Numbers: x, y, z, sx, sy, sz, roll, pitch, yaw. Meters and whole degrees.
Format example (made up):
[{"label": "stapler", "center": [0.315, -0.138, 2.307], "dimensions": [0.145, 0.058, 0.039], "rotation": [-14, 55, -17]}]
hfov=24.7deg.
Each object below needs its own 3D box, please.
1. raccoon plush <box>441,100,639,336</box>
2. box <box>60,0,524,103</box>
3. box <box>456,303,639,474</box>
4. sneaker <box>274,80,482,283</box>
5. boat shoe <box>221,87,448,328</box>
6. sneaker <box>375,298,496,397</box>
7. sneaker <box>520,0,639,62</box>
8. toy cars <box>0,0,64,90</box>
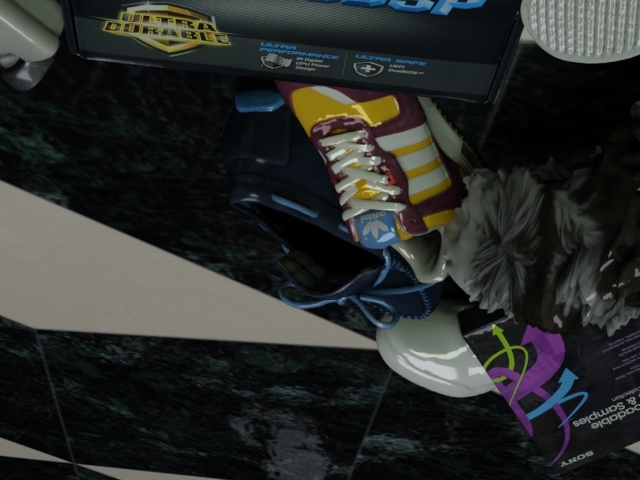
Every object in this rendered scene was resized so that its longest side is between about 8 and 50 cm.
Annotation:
[{"label": "raccoon plush", "center": [0.297, -0.024, 0.705], "dimensions": [0.299, 0.216, 0.446], "rotation": [11, -179, -23]}, {"label": "box", "center": [-0.010, -0.136, 0.672], "dimensions": [0.220, 0.051, 0.175], "rotation": [7, 156, -2]}, {"label": "box", "center": [0.182, 0.087, 1.013], "dimensions": [0.116, 0.029, 0.162], "rotation": [-26, 126, 16]}, {"label": "sneaker", "center": [0.034, -0.043, 0.840], "dimensions": [0.069, 0.084, 0.185], "rotation": [-7, 149, 39]}, {"label": "boat shoe", "center": [0.000, 0.000, 0.947], "dimensions": [0.109, 0.089, 0.258], "rotation": [-4, 151, 34]}, {"label": "sneaker", "center": [0.149, 0.067, 1.057], "dimensions": [0.212, 0.080, 0.094], "rotation": [10, 145, -9]}, {"label": "sneaker", "center": [0.150, -0.120, 0.611], "dimensions": [0.134, 0.070, 0.051], "rotation": [-24, 105, 47]}, {"label": "toy cars", "center": [-0.197, -0.173, 0.683], "dimensions": [0.176, 0.087, 0.394], "rotation": [21, 160, 3]}]
